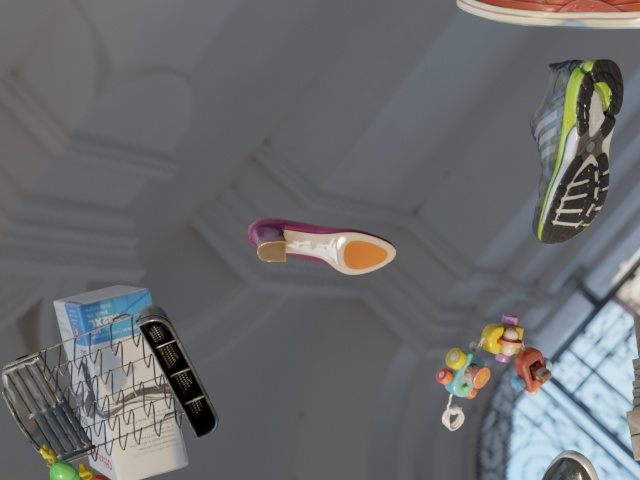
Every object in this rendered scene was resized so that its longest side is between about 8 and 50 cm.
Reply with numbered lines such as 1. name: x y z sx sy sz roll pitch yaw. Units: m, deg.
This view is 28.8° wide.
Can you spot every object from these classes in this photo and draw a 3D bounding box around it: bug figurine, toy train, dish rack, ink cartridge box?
1. bug figurine: -0.329 0.411 1.693 0.216 0.072 0.279 65 -158 -48
2. toy train: 0.217 0.162 1.492 0.046 0.166 0.125 20 130 55
3. dish rack: -0.300 0.215 1.739 0.074 0.272 0.208 -104 -8 -63
4. ink cartridge box: -0.344 0.240 2.126 0.129 0.307 0.223 -14 -175 -23

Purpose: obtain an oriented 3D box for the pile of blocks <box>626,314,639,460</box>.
1. pile of blocks: 0.619 0.263 2.180 0.149 0.113 0.362 59 -150 -25

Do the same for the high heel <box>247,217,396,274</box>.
1. high heel: 0.000 0.000 2.095 0.244 0.082 0.117 -3 -155 -11

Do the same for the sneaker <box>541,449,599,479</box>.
1. sneaker: 0.367 0.484 2.024 0.105 0.295 0.147 27 -147 25

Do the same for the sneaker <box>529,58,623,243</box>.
1. sneaker: 0.381 -0.141 1.935 0.111 0.299 0.121 5 -166 -30

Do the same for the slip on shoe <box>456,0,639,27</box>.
1. slip on shoe: 0.380 -0.390 1.989 0.331 0.101 0.123 6 -170 25
